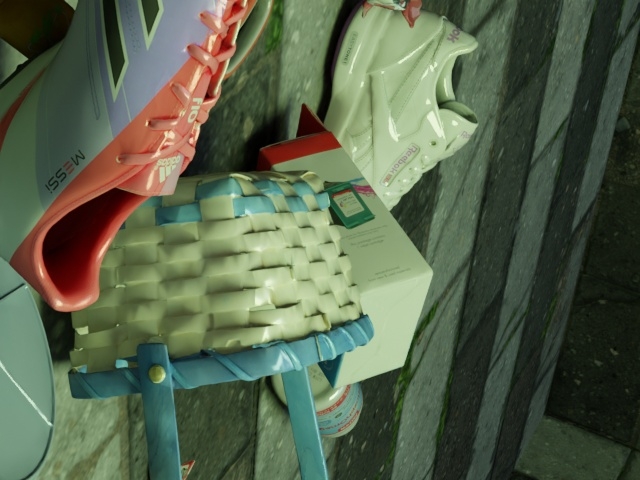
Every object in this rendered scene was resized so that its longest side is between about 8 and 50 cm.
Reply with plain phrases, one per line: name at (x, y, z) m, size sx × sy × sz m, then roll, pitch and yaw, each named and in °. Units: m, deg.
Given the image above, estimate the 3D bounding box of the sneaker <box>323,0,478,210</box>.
sneaker at (0.067, -0.084, 1.343) m, size 0.114 × 0.152 × 0.305 m, roll -44°, pitch 151°, yaw -65°

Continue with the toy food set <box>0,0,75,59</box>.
toy food set at (-0.111, -0.214, 0.747) m, size 0.232 × 0.111 × 0.104 m, roll -38°, pitch 161°, yaw 5°

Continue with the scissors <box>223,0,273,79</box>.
scissors at (-0.110, -0.107, 1.028) m, size 0.109 × 0.021 × 0.297 m, roll 80°, pitch 34°, yaw -60°

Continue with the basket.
basket at (-0.067, 0.094, 1.029) m, size 0.255 × 0.201 × 0.288 m, roll -1°, pitch 79°, yaw -69°

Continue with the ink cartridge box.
ink cartridge box at (0.000, 0.000, 1.217) m, size 0.078 × 0.231 × 0.134 m, roll -16°, pitch 142°, yaw -25°

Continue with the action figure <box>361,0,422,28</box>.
action figure at (0.085, -0.355, 1.170) m, size 0.275 × 0.248 × 0.370 m, roll -110°, pitch -150°, yaw -42°

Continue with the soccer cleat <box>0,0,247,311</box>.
soccer cleat at (-0.089, -0.093, 0.720) m, size 0.109 × 0.116 × 0.318 m, roll -7°, pitch 146°, yaw -49°

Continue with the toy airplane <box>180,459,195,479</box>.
toy airplane at (-0.164, 0.263, 1.254) m, size 0.151 × 0.028 × 0.151 m, roll -56°, pitch 159°, yaw -36°

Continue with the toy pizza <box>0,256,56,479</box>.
toy pizza at (-0.210, 0.051, 0.757) m, size 0.201 × 0.032 × 0.201 m, roll -21°, pitch 90°, yaw -79°

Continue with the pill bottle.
pill bottle at (0.001, 0.171, 1.527) m, size 0.087 × 0.087 × 0.160 m, roll -64°, pitch 161°, yaw -16°
